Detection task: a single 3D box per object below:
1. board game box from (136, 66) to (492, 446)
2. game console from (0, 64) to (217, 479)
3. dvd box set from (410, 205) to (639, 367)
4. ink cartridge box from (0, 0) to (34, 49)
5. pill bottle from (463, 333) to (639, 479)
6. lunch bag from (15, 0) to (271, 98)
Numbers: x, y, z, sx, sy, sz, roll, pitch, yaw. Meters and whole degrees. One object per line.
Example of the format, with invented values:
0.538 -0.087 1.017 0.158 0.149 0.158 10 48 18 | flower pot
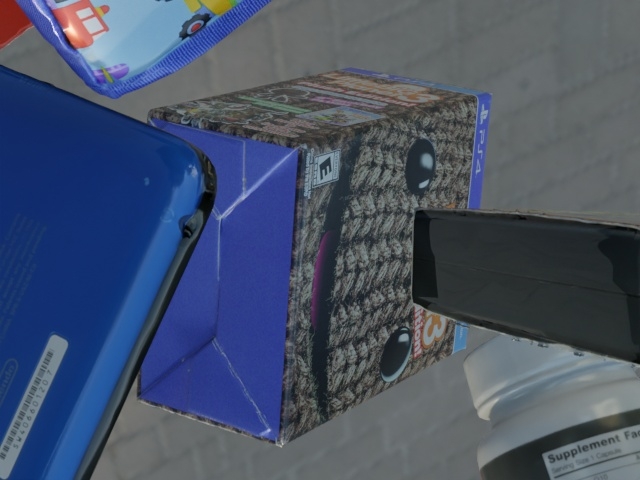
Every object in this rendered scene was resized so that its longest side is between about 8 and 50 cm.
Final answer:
0.000 0.000 1.272 0.291 0.141 0.232 -21 120 -55 | board game box
-0.171 0.067 0.872 0.173 0.250 0.293 26 88 -60 | game console
0.289 0.018 0.807 0.420 0.307 0.062 1 92 -16 | dvd box set
-0.206 -0.336 1.097 0.385 0.308 0.091 -38 161 0 | ink cartridge box
0.216 0.205 1.232 0.161 0.283 0.161 -16 162 -5 | pill bottle
-0.052 -0.206 0.667 0.293 0.138 0.221 -46 143 -11 | lunch bag
